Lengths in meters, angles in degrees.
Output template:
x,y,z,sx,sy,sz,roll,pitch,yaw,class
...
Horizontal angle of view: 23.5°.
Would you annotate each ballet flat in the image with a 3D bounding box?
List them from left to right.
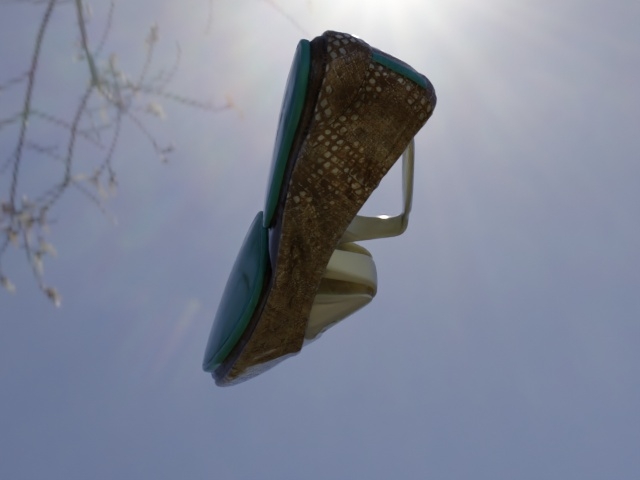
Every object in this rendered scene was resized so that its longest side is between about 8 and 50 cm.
x,y,z,sx,sy,sz,roll,pitch,yaw,class
0.000,0.000,0.669,0.067,0.073,0.206,12,-42,-9,ballet flat
